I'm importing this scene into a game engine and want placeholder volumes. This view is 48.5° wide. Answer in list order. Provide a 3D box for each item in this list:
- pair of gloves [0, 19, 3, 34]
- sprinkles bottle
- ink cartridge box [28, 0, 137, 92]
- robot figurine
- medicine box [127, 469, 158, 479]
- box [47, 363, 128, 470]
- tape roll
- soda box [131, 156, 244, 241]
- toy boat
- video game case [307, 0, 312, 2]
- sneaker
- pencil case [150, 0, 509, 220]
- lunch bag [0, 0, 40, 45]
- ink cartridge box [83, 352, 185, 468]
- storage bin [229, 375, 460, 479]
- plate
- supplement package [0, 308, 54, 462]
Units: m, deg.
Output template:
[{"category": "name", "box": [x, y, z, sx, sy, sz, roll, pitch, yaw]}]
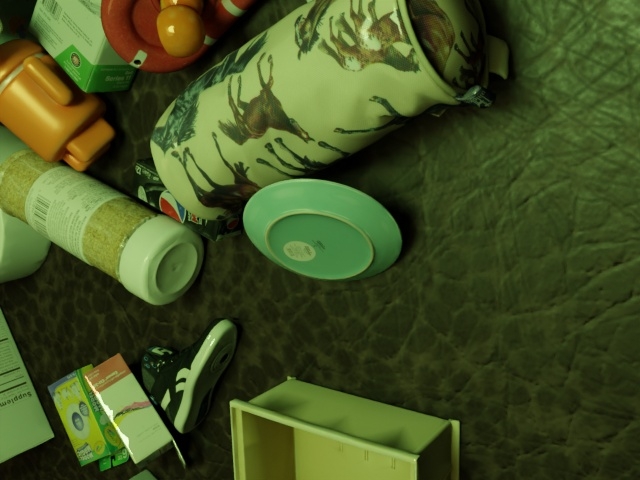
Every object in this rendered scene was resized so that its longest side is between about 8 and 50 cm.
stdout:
[{"category": "pair of gloves", "box": [-0.525, -0.281, 1.016, 0.240, 0.042, 0.204, -46, 55, 34]}, {"category": "sprinkles bottle", "box": [-0.339, -0.029, 1.067, 0.355, 0.121, 0.121, 26, 115, 28]}, {"category": "ink cartridge box", "box": [-0.304, -0.336, 0.988, 0.153, 0.086, 0.208, 47, 124, 18]}, {"category": "robot figurine", "box": [-0.409, -0.203, 1.048, 0.128, 0.158, 0.219, -44, 101, 10]}, {"category": "medicine box", "box": [-0.283, 0.584, 1.161, 0.263, 0.149, 0.289, 34, 118, 24]}, {"category": "box", "box": [-0.407, 0.319, 1.250, 0.105, 0.043, 0.179, -30, 85, 37]}, {"category": "tape roll", "box": [-0.602, -0.062, 1.260, 0.286, 0.100, 0.286, 10, 107, 34]}, {"category": "soda box", "box": [-0.184, -0.061, 0.987, 0.168, 0.060, 0.053, 28, 117, 27]}, {"category": "toy boat", "box": [-0.166, -0.278, 0.845, 0.231, 0.151, 0.151, -33, 45, 37]}, {"category": "video game case", "box": [0.026, -0.383, 0.785, 0.190, 0.022, 0.173, -26, 86, 37]}, {"category": "sneaker", "box": [-0.207, 0.176, 1.049, 0.121, 0.079, 0.217, 37, 121, 21]}, {"category": "pencil case", "box": [-0.010, -0.148, 0.774, 0.410, 0.183, 0.160, -21, 47, 40]}, {"category": "lunch bag", "box": [-0.555, -0.390, 1.141, 0.224, 0.107, 0.279, 7, 105, 35]}, {"category": "ink cartridge box", "box": [-0.286, 0.285, 1.110, 0.198, 0.067, 0.115, 54, 160, 12]}, {"category": "storage bin", "box": [0.030, 0.331, 0.893, 0.262, 0.123, 0.261, 7, 105, 34]}, {"category": "plate", "box": [0.000, 0.000, 0.820, 0.188, 0.024, 0.188, 8, 144, 6]}, {"category": "supplement package", "box": [-0.673, 0.291, 1.347, 0.177, 0.175, 0.293, -27, 85, 35]}]
